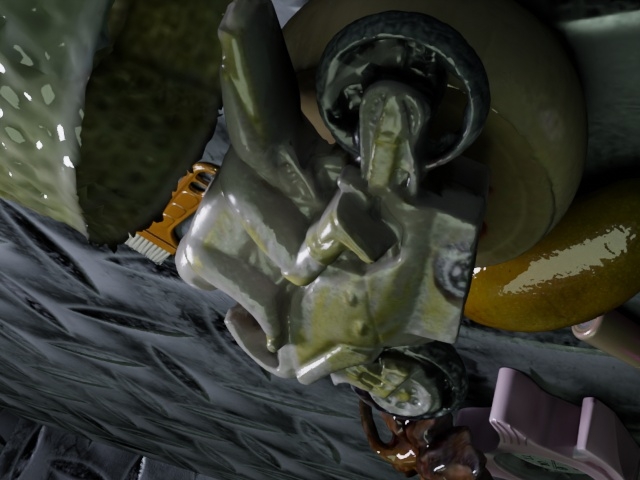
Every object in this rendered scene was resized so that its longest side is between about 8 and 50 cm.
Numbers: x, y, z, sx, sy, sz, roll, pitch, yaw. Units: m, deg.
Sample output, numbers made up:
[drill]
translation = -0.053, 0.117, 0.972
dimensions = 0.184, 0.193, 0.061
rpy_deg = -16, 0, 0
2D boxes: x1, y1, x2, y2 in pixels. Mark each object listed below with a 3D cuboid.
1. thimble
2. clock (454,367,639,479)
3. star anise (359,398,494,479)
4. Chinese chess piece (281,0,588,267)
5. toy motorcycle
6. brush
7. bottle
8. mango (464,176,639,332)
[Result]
[thimble]
translation = -0.124, -0.148, 0.407
dimensions = 0.150, 0.271, 0.271
rpy_deg = 23, 153, 1
[clock]
translation = 0.295, 0.281, 1.077
dimensions = 0.275, 0.080, 0.290
rpy_deg = -1, 145, 36
[star anise]
translation = 0.147, 0.298, 1.083
dimensions = 0.349, 0.109, 0.292
rpy_deg = 51, 153, 37
[Chinese chess piece]
translation = 0.071, -0.081, 0.561
dimensions = 0.249, 0.103, 0.250
rpy_deg = 19, 152, 10
[toy motorcycle]
translation = 0.000, 0.000, 0.501
dimensions = 0.223, 0.108, 0.341
rpy_deg = 11, 135, 14
[brush]
translation = -0.186, -0.031, 0.926
dimensions = 0.090, 0.017, 0.314
rpy_deg = 31, 150, -18
[bottle]
translation = 0.311, 0.100, 0.778
dimensions = 0.096, 0.045, 0.045
rpy_deg = 28, 152, -17
[mango]
translation = 0.205, 0.017, 0.653
dimensions = 0.136, 0.099, 0.227
rpy_deg = 35, 141, -22
